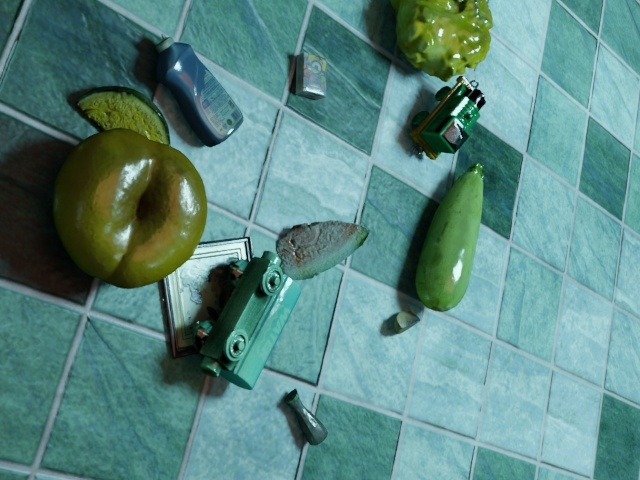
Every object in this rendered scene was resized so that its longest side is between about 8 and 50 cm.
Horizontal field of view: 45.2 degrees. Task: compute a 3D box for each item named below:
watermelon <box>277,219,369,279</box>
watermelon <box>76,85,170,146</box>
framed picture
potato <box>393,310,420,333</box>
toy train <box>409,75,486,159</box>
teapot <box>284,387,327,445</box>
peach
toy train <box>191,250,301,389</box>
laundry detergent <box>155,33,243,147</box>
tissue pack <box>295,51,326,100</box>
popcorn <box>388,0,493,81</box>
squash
[{"bbox_3d":[0.005,0.007,1.491,0.180,0.081,0.094,-13,117,-5],"label":"watermelon"},{"bbox_3d":[-0.310,-0.204,1.291,0.092,0.075,0.181,-41,117,13],"label":"watermelon"},{"bbox_3d":[-0.192,0.097,1.369,0.199,0.010,0.195,-8,90,-40],"label":"framed picture"},{"bbox_3d":[0.175,0.177,1.653,0.037,0.036,0.093,49,28,18],"label":"potato"},{"bbox_3d":[0.293,-0.270,1.716,0.228,0.136,0.091,-48,117,-6],"label":"toy train"},{"bbox_3d":[-0.031,0.335,1.460,0.043,0.042,0.111,-42,107,-35],"label":"teapot"},{"bbox_3d":[-0.299,-0.049,1.211,0.251,0.153,0.251,10,73,-35],"label":"peach"},{"bbox_3d":[-0.122,0.146,1.363,0.159,0.101,0.248,54,55,-42],"label":"toy train"},{"bbox_3d":[-0.222,-0.270,1.351,0.097,0.061,0.206,-47,114,-30],"label":"laundry detergent"},{"bbox_3d":[-0.018,-0.330,1.544,0.063,0.035,0.083,6,81,-39],"label":"tissue pack"},{"bbox_3d":[0.256,-0.482,1.710,0.233,0.192,0.266,-43,88,-18],"label":"popcorn"},{"bbox_3d":[0.295,-0.013,1.720,0.118,0.118,0.371,33,62,-32],"label":"squash"}]
